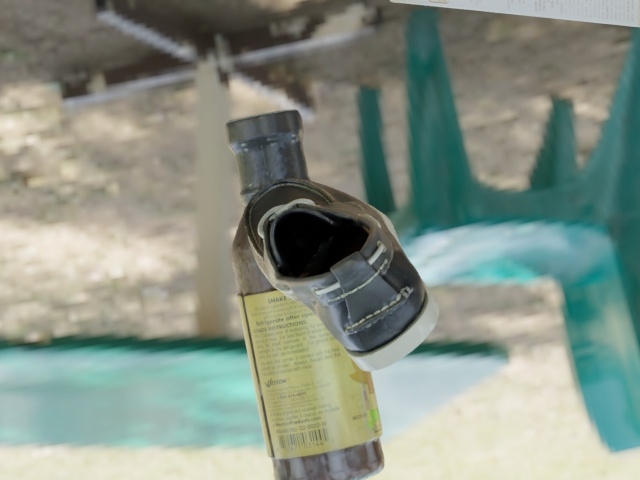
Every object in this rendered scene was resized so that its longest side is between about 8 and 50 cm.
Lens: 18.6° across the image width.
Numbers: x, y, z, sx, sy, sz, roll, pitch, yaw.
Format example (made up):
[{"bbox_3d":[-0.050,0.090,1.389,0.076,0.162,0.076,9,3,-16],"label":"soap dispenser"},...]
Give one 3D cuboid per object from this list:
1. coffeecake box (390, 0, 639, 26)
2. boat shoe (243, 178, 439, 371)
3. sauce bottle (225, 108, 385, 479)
[{"bbox_3d":[0.151,-0.199,1.214,0.185,0.142,0.068,8,126,19],"label":"coffeecake box"},{"bbox_3d":[0.000,0.000,1.225,0.084,0.079,0.233,-44,-153,0],"label":"boat shoe"},{"bbox_3d":[-0.021,0.054,1.785,0.111,0.344,0.111,-10,-178,0],"label":"sauce bottle"}]
